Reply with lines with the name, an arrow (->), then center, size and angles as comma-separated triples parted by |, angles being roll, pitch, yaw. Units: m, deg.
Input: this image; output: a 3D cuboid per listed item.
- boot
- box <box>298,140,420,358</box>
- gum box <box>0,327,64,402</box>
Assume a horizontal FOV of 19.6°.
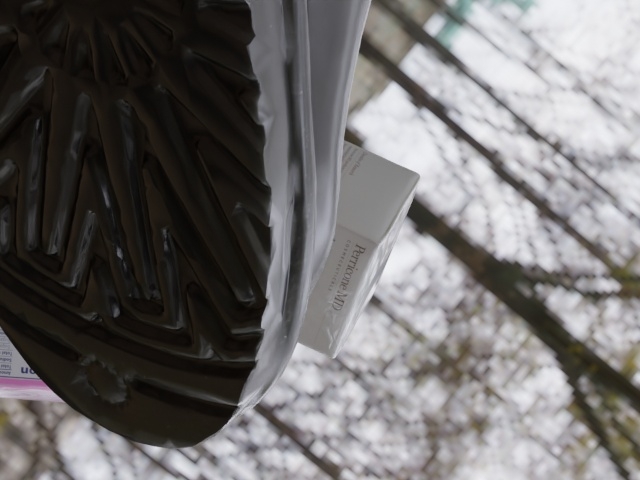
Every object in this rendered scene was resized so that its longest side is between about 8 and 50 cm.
boot -> 0.011, -0.122, 0.619 | 0.260, 0.131, 0.348 | -29, 133, -48
box -> 0.000, 0.000, 1.210 | 0.102, 0.087, 0.101 | -58, 171, -56
gum box -> -0.163, 0.041, 0.877 | 0.107, 0.188, 0.062 | 153, -58, -74
